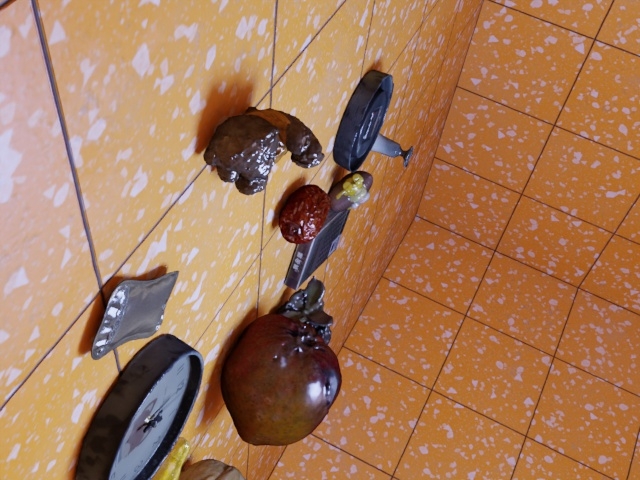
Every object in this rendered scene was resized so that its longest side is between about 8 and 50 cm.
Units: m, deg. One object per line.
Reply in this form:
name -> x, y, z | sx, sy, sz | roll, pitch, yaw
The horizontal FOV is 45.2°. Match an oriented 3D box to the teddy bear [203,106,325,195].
teddy bear -> -0.104, -0.155, 1.245 | 0.140, 0.177, 0.190 | 68, 18, -2

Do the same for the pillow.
pillow -> -0.286, 0.111, 1.197 | 0.130, 0.033, 0.217 | -68, 168, 9

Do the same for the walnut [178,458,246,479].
walnut -> -0.280, 0.664, 1.896 | 0.261, 0.225, 0.225 | -45, 157, -48

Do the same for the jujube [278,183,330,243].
jujube -> -0.037, -0.067, 1.788 | 0.112, 0.109, 0.176 | -30, -162, 31

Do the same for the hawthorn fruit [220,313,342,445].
hawthorn fruit -> -0.107, 0.352, 1.889 | 0.325, 0.308, 0.308 | -54, 168, -2

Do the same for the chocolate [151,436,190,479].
chocolate -> -0.348, 0.526, 1.670 | 0.086, 0.085, 0.219 | 102, 15, -47

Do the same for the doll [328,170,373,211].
doll -> 0.081, -0.131, 2.131 | 0.145, 0.096, 0.188 | -46, 177, 17

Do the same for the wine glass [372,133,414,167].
wine glass -> 0.189, -0.271, 2.219 | 0.072, 0.155, 0.072 | -60, 168, -22

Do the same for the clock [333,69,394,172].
clock -> 0.115, -0.319, 2.048 | 0.281, 0.055, 0.281 | -61, 167, -23

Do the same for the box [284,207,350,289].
box -> 0.000, 0.001, 2.206 | 0.325, 0.047, 0.180 | -45, 157, -61

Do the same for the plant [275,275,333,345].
plant -> -0.053, 0.254, 2.167 | 0.204, 0.178, 0.234 | -48, 170, -35

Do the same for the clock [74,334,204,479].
clock -> -0.323, 0.330, 1.406 | 0.325, 0.067, 0.325 | -60, 167, -24
